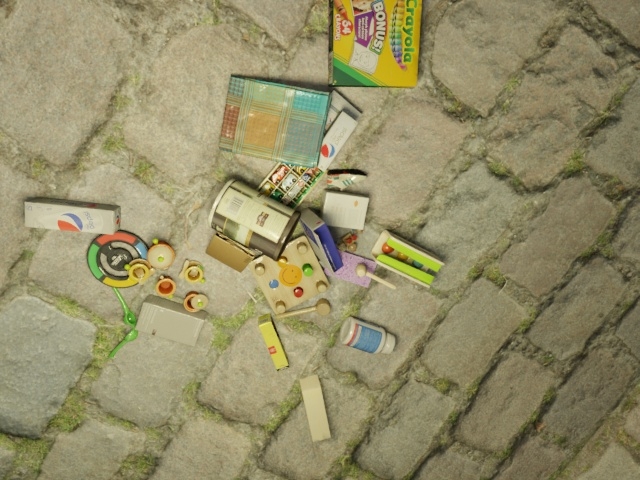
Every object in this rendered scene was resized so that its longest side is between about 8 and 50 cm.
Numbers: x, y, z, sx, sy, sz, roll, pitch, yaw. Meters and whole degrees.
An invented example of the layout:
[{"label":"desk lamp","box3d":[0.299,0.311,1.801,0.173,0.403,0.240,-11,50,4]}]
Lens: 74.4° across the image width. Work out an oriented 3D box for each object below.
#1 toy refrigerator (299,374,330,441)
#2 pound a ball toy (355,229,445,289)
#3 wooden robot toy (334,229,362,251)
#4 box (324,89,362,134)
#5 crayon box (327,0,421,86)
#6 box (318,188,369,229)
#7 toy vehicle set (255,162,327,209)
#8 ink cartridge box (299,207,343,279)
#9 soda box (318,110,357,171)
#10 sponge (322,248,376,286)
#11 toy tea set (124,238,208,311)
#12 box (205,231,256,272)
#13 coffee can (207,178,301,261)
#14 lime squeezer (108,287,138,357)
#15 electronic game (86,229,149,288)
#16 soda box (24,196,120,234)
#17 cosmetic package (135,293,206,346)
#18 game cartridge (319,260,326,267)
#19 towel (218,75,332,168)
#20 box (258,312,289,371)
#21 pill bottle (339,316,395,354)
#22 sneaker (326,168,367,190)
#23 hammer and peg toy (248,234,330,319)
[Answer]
[{"label":"toy refrigerator","box3d":[-0.020,0.749,1.884,0.094,0.102,0.270,-13,107,-6]},{"label":"pound a ball toy","box3d":[0.314,0.095,1.738,0.319,0.136,0.208,25,104,-16]},{"label":"wooden robot toy","box3d":[0.118,0.019,1.698,0.173,0.076,0.079,-36,110,-12]},{"label":"box","box3d":[0.044,-0.443,1.586,0.145,0.038,0.186,36,98,-17]},{"label":"crayon box","box3d":[0.188,-0.735,1.490,0.312,0.106,0.363,-3,106,-9]},{"label":"box","box3d":[0.089,-0.123,1.657,0.170,0.091,0.130,7,104,-11]},{"label":"toy vehicle set","box3d":[-0.120,-0.222,1.622,0.166,0.035,0.267,39,96,-17]},{"label":"ink cartridge box","box3d":[0.000,0.000,1.531,0.069,0.371,0.176,-25,109,-4]},{"label":"soda box","box3d":[0.042,-0.364,1.553,0.073,0.069,0.216,33,98,-16]},{"label":"sponge","box3d":[0.121,0.111,1.762,0.210,0.031,0.117,18,101,-14]},{"label":"toy tea set","box3d":[-0.551,0.144,1.589,0.336,0.124,0.200,37,90,-26]},{"label":"box","box3d":[-0.343,0.049,1.586,0.164,0.201,0.021,31,61,-11]},{"label":"coffee can","box3d":[-0.235,-0.074,1.524,0.275,0.201,0.202,27,100,1]},{"label":"lime squeezer","box3d":[-0.773,0.330,1.669,0.109,0.059,0.311,15,106,18]},{"label":"electronic game","box3d":[-0.757,0.073,1.591,0.229,0.048,0.229,-3,106,-9]},{"label":"soda box","box3d":[-0.874,-0.087,1.499,0.286,0.098,0.091,6,105,-12]},{"label":"cosmetic package","box3d":[-0.584,0.316,1.663,0.237,0.107,0.127,19,99,-11]},{"label":"game cartridge","box3d":[0.042,0.085,1.699,0.083,0.017,0.056,-20,148,11]},{"label":"towel","box3d":[-0.164,-0.419,1.498,0.370,0.040,0.272,11,97,3]},{"label":"box","box3d":[-0.196,0.428,1.770,0.058,0.087,0.232,-19,109,-4]},{"label":"pill bottle","box3d":[0.204,0.417,1.815,0.221,0.124,0.124,22,101,-14]},{"label":"sneaker","box3d":[0.101,-0.235,1.654,0.161,0.057,0.075,-2,124,-11]},{"label":"hammer and peg toy","box3d":[-0.105,0.188,1.694,0.265,0.127,0.361,-26,108,-2]}]
